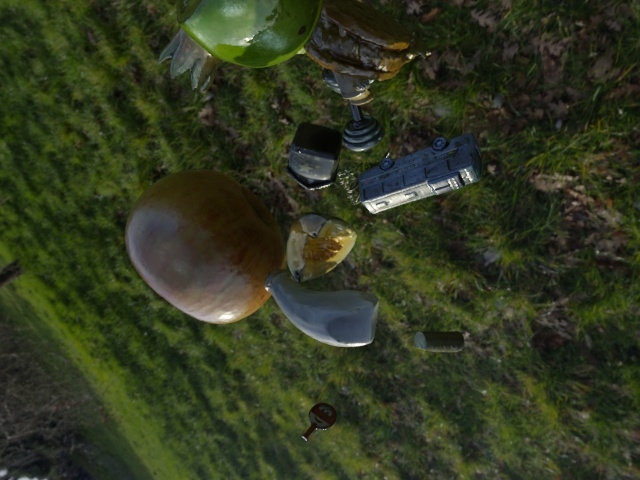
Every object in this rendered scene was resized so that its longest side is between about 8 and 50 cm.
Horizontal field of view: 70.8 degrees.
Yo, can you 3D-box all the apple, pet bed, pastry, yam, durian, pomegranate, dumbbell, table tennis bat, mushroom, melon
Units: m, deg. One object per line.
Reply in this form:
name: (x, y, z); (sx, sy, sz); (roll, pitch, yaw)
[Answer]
apple: (-0.275, 0.002, 1.141); (0.400, 0.333, 0.400); (38, 173, 6)
pet bed: (-0.019, -0.290, 1.575); (0.183, 0.211, 0.159); (12, 128, -4)
pastry: (0.083, -0.440, 0.997); (0.240, 0.235, 0.132); (59, 136, 35)
yam: (0.376, 0.320, 1.423); (0.169, 0.068, 0.068); (5, 164, -29)
durian: (0.097, -0.147, 1.039); (0.086, 0.100, 0.215); (53, 165, -2)
pomegranate: (-0.130, -0.414, 0.808); (0.216, 0.310, 0.358); (17, 128, -37)
dumbbell: (0.129, -0.512, 1.698); (0.179, 0.179, 0.406); (14, 143, 33)
table tennis bat: (-0.009, 0.630, 1.567); (0.098, 0.154, 0.019); (27, 135, 27)
mushroom: (-0.006, 0.135, 0.891); (0.270, 0.118, 0.103); (11, -172, 33)
melon: (0.000, 0.000, 0.883); (0.079, 0.128, 0.160); (57, 135, 40)

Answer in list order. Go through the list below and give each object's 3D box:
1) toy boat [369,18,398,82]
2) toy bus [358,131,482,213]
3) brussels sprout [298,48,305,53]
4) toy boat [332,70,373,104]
toy boat: (0.199, -0.741, 1.779); (0.100, 0.199, 0.290); (17, 144, -27)
toy bus: (0.133, -0.088, 0.611); (0.166, 0.065, 0.047); (-17, 145, 26)
brussels sprout: (-0.080, -0.556, 1.146); (0.151, 0.149, 0.122); (9, 141, 2)
toy boat: (0.079, -0.519, 1.229); (0.121, 0.321, 0.089); (-27, 157, 30)
